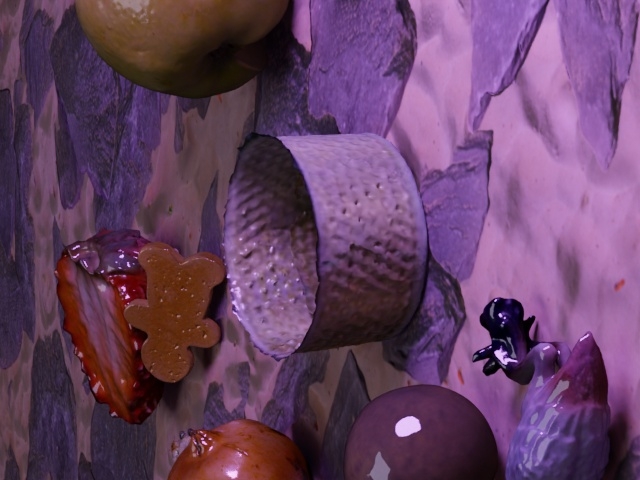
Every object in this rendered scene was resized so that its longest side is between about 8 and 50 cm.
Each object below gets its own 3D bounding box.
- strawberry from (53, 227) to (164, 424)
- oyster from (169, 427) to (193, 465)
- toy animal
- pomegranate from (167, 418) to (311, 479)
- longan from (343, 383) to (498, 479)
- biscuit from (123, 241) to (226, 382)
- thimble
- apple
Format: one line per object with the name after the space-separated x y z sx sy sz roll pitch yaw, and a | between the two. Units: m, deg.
-0.319 0.140 2.297 0.265 0.149 0.336 16 120 47 | strawberry
-0.209 0.391 2.176 0.191 0.081 0.163 19 107 58 | oyster
0.214 0.207 1.273 0.195 0.091 0.324 139 132 -66 | toy animal
-0.112 0.343 1.835 0.209 0.209 0.209 19 111 62 | pomegranate
0.101 0.237 1.420 0.167 0.167 0.187 -133 33 -51 | longan
-0.225 0.113 2.109 0.035 0.158 0.240 -54 -20 -61 | biscuit
0.000 0.000 1.602 0.271 0.150 0.270 20 112 61 | thimble
-0.175 -0.328 1.790 0.254 0.292 0.292 61 146 27 | apple
